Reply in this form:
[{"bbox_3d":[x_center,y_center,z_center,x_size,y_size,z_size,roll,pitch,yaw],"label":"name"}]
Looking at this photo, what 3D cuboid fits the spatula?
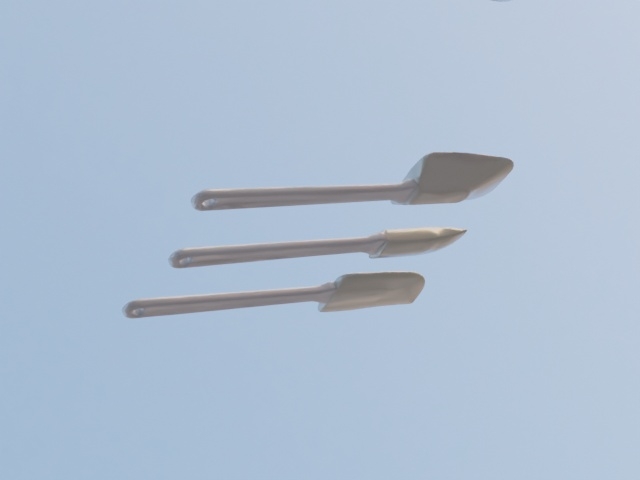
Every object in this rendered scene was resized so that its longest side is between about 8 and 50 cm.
[{"bbox_3d":[0.000,0.000,0.929,0.242,0.168,0.019,-2,-123,-32],"label":"spatula"}]
